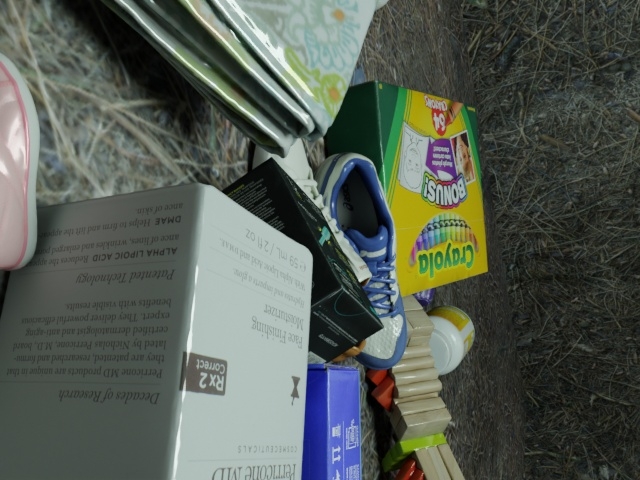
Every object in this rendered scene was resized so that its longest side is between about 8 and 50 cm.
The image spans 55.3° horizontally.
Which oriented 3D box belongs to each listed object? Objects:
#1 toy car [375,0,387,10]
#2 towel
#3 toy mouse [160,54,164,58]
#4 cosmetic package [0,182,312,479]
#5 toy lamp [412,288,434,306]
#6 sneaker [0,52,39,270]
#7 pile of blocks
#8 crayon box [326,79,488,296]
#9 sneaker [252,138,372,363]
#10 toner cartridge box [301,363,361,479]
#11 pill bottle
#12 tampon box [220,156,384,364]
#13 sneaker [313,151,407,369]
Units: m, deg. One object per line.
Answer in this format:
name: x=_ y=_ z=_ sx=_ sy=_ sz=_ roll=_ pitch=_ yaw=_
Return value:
toy car: x=-0.006 y=-0.343 z=0.795 sx=0.136 sy=0.159 sz=0.182 roll=-60 pitch=157 yaw=8
towel: x=-0.064 y=-0.305 z=0.532 sx=0.320 sy=0.090 sz=0.374 roll=41 pitch=57 yaw=-40
toy mouse: x=-0.139 y=-0.240 z=0.564 sx=0.161 sy=0.031 sz=0.143 roll=1 pitch=84 yaw=-67
cosmetic package: x=-0.106 y=0.079 z=0.411 sx=0.151 sy=0.152 sz=0.183 roll=34 pitch=54 yaw=-60
toy lamp: x=0.201 y=-0.001 z=1.239 sx=0.080 sy=0.080 sz=0.274 roll=47 pitch=43 yaw=-54
sneaker: x=-0.202 y=-0.046 z=0.345 sx=0.070 sy=0.051 sz=0.134 roll=-13 pitch=101 yaw=-72
pile of blocks: x=0.128 y=0.273 z=1.006 sx=0.113 sy=0.149 sz=0.361 roll=-2 pitch=73 yaw=-24
crayon box: x=0.161 y=-0.081 z=1.029 sx=0.363 sy=0.106 sz=0.312 roll=-7 pitch=92 yaw=-53
sneaker: x=0.000 y=0.000 z=0.719 sx=0.106 sy=0.123 sz=0.289 roll=-14 pitch=97 yaw=-65
toner cartridge box: x=-0.054 y=0.273 z=0.471 sx=0.075 sy=0.165 sz=0.347 roll=27 pitch=61 yaw=-63
pill bottle: x=0.233 y=0.201 z=1.214 sx=0.208 sy=0.118 sz=0.117 roll=-11 pitch=94 yaw=-67
tampon box: x=-0.033 y=0.028 z=0.582 sx=0.161 sy=0.102 sz=0.120 roll=62 pitch=9 yaw=33
sneaker: x=0.050 y=0.031 z=0.791 sx=0.131 sy=0.112 sz=0.296 roll=173 pitch=-98 yaw=-79
